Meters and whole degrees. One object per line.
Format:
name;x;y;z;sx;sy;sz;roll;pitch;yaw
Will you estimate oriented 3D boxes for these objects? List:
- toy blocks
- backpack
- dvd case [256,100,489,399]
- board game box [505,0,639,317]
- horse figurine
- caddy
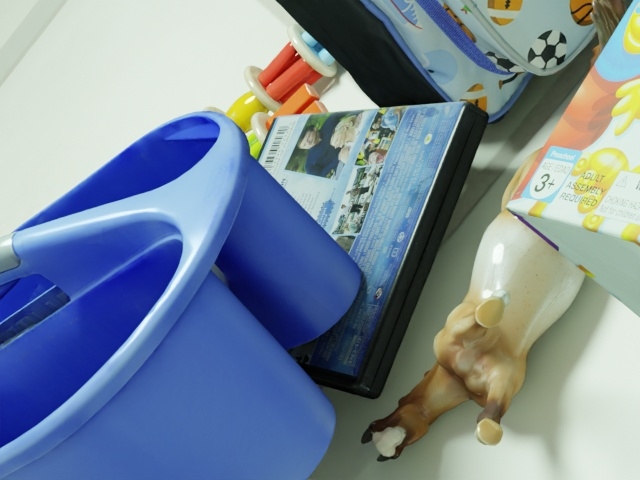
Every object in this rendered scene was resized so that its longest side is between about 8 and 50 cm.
toy blocks;-0.022;-0.109;1.109;0.148;0.054;0.123;-42;31;21
backpack;0.090;-0.232;0.883;0.213;0.276;0.263;11;62;53
dvd case;0.000;0.000;0.931;0.253;0.022;0.180;5;71;61
board game box;0.232;-0.082;0.616;0.275;0.144;0.142;-57;29;-7
horse figurine;0.108;0.007;0.747;0.263;0.066;0.174;-63;-3;-5
caddy;-0.140;0.067;0.832;0.341;0.179;0.241;-32;30;32
